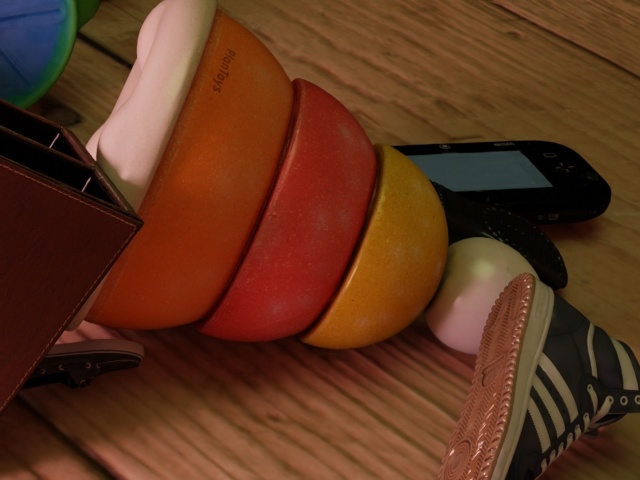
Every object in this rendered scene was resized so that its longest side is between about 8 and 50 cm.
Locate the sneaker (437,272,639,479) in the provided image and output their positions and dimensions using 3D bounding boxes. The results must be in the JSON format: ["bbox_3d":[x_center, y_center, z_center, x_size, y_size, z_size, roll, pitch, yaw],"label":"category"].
[{"bbox_3d":[0.208,0.176,1.522,0.153,0.099,0.282,32,54,-16],"label":"sneaker"}]

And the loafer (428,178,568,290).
[{"bbox_3d":[0.159,0.004,1.772,0.220,0.078,0.080,27,32,-8],"label":"loafer"}]

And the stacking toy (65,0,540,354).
[{"bbox_3d":[0.000,0.000,1.622,0.480,0.350,0.350,24,34,-10],"label":"stacking toy"}]

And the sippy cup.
[{"bbox_3d":[-0.429,-0.279,1.939,0.305,0.240,0.224,22,11,-38],"label":"sippy cup"}]

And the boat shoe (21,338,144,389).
[{"bbox_3d":[-0.233,0.119,1.561,0.142,0.049,0.040,-2,70,-18],"label":"boat shoe"}]

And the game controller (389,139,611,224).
[{"bbox_3d":[0.161,-0.066,1.883,0.319,0.067,0.166,-3,37,-17],"label":"game controller"}]

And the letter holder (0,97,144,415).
[{"bbox_3d":[-0.336,0.030,1.379,0.214,0.302,0.152,25,17,-46],"label":"letter holder"}]
